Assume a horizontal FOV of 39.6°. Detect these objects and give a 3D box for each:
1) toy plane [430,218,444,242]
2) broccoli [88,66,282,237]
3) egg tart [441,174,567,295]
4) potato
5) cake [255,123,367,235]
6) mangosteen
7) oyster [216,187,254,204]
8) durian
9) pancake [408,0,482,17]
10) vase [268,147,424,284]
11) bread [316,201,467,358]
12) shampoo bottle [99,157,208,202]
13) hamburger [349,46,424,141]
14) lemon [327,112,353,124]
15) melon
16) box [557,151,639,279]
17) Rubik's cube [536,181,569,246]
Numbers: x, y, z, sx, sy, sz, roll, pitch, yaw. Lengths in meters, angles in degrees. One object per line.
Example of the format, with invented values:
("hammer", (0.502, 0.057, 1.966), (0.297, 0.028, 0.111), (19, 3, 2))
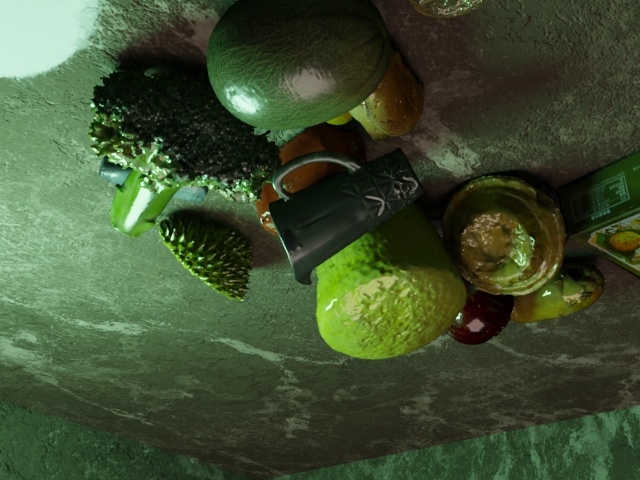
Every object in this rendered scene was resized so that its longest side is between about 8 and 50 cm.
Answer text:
("toy plane", (0.389, 0.026, 2.175), (0.212, 0.088, 0.267), (-21, 127, 34))
("broccoli", (-0.325, -0.164, 1.712), (0.397, 0.275, 0.353), (-10, 121, 31))
("egg tart", (0.403, -0.003, 1.986), (0.290, 0.290, 0.115), (-15, -169, 24))
("potato", (0.616, 0.139, 2.361), (0.173, 0.140, 0.300), (12, 155, -37))
("cake", (-0.013, -0.116, 1.877), (0.283, 0.151, 0.177), (-32, 147, 30))
("mangosteen", (0.381, 0.151, 2.345), (0.257, 0.215, 0.215), (37, 148, 6))
("oyster", (-0.190, -0.103, 2.024), (0.093, 0.034, 0.051), (-3, 144, 14))
("durian", (-0.274, 0.051, 2.183), (0.169, 0.158, 0.355), (2, 156, 32))
("pancake", (0.208, -0.417, 1.467), (0.139, 0.022, 0.139), (-1, 152, -1))
("vase", (0.041, -0.073, 1.713), (0.300, 0.156, 0.251), (-28, 116, 8))
("bread", (0.142, 0.084, 2.051), (0.348, 0.308, 0.348), (-8, 137, -8))
("shampoo bottle", (-0.364, -0.134, 1.945), (0.233, 0.049, 0.087), (12, 150, -22))
("hamburger", (0.112, -0.267, 1.633), (0.124, 0.131, 0.262), (-14, 153, 23))
("lemon", (0.028, -0.256, 1.715), (0.065, 0.065, 0.092), (-25, 148, 37))
("melon", (-0.035, -0.304, 1.451), (0.301, 0.238, 0.237), (-10, 150, 21))
("box", (0.810, -0.074, 1.984), (0.373, 0.138, 0.420), (24, 144, -37))
("Rubik's cube", (0.484, -0.061, 2.102), (0.178, 0.211, 0.190), (4, 125, 36))
